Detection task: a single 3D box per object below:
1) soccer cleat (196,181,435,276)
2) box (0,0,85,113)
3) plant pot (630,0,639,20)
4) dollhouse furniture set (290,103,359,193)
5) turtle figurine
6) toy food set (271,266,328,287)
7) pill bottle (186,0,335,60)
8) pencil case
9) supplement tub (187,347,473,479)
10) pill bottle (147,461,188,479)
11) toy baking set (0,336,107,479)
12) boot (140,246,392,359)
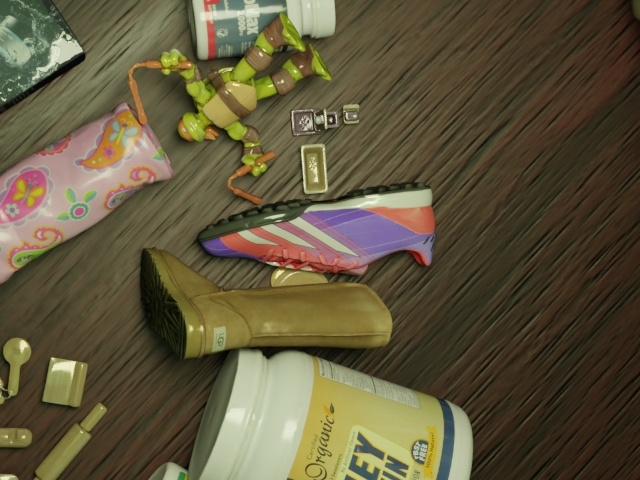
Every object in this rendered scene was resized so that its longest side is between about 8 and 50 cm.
[{"bbox_3d":[0.000,0.000,1.629,0.318,0.108,0.116,-9,95,-12],"label":"soccer cleat"},{"bbox_3d":[-0.401,-0.254,1.551,0.158,0.093,0.156,-35,98,-7],"label":"box"},{"bbox_3d":[0.575,-0.233,1.636,0.323,0.323,0.280,-11,111,-9],"label":"plant pot"},{"bbox_3d":[0.014,-0.120,1.635,0.091,0.081,0.114,-5,94,-9],"label":"dollhouse furniture set"},{"bbox_3d":[-0.097,-0.178,1.576,0.217,0.087,0.269,-33,125,12],"label":"turtle figurine"},{"bbox_3d":[-0.027,0.075,1.670,0.083,0.020,0.082,1,93,-10],"label":"toy food set"},{"bbox_3d":[-0.077,-0.294,1.597,0.180,0.108,0.108,-8,95,-10],"label":"pill bottle"},{"bbox_3d":[-0.328,-0.057,1.565,0.284,0.124,0.124,-34,98,-6],"label":"pencil case"},{"bbox_3d":[0.010,0.272,1.582,0.316,0.228,0.228,19,90,-10],"label":"supplement tub"},{"bbox_3d":[-0.145,0.391,1.618,0.208,0.117,0.117,36,87,-10],"label":"pill bottle"},{"bbox_3d":[-0.408,0.242,1.612,0.197,0.030,0.256,36,87,-7],"label":"toy baking set"},{"bbox_3d":[-0.078,0.079,1.592,0.269,0.236,0.089,-3,120,-25],"label":"boot"}]
